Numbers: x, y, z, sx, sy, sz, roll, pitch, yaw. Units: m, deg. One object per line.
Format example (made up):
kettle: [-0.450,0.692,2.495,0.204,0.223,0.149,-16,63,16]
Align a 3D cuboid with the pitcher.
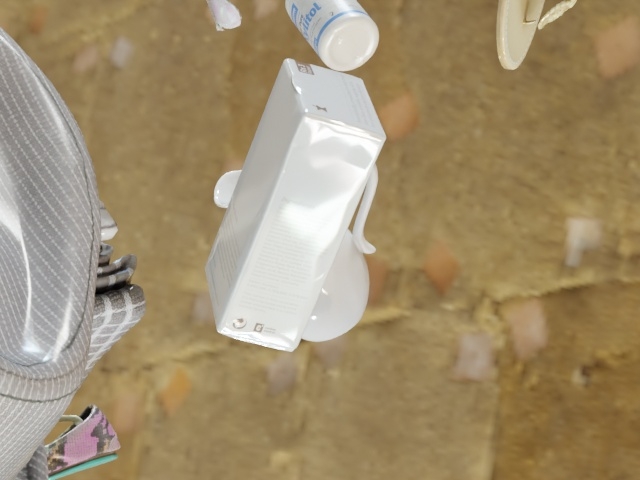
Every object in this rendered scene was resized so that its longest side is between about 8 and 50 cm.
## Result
pitcher: [0.000,0.000,2.050,0.178,0.207,0.125,-19,-148,8]

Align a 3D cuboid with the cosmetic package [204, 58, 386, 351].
cosmetic package: [-0.026,-0.031,1.655,0.117,0.085,0.231,-107,-144,-57]

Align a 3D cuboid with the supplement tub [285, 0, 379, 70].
supplement tub: [0.012,-0.239,2.023,0.071,0.071,0.107,-56,-139,20]

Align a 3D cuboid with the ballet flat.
ballet flat: [-0.306,0.227,1.891,0.077,0.221,0.079,-31,-96,53]

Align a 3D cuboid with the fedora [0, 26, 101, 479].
fedora: [-0.152,0.002,0.589,0.124,0.244,0.275,-38,-122,25]

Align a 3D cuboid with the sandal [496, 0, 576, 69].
sandal: [0.227,-0.266,1.667,0.079,0.088,0.240,11,-102,27]

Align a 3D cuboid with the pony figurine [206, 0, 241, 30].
pony figurine: [-0.120,-0.361,1.403,0.351,0.364,0.302,-88,-165,-64]

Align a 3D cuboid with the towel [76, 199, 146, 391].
towel: [-0.283,0.084,1.389,0.284,0.235,0.121,-40,-114,51]
